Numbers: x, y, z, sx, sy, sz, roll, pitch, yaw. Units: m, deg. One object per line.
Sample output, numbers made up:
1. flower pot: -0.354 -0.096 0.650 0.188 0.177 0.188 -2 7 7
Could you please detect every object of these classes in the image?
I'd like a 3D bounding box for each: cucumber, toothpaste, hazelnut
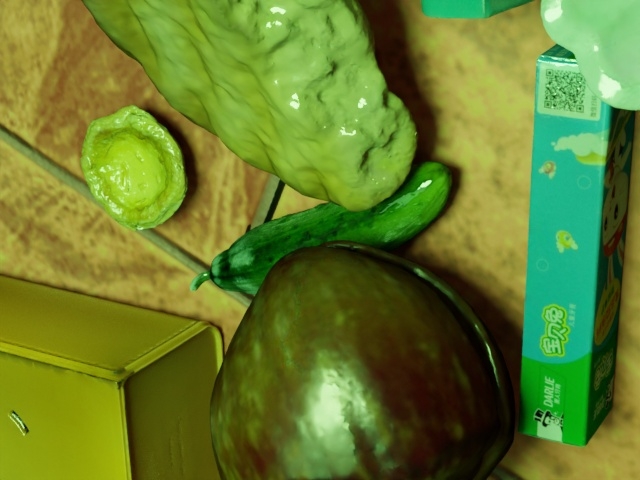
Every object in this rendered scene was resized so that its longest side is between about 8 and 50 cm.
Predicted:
1. cucumber: 0.000 0.000 1.050 0.250 0.056 0.056 -21 97 36
2. toothpaste: 0.168 0.002 0.936 0.050 0.065 0.266 10 114 24
3. hazelnut: 0.016 0.115 0.980 0.218 0.218 0.234 36 148 16

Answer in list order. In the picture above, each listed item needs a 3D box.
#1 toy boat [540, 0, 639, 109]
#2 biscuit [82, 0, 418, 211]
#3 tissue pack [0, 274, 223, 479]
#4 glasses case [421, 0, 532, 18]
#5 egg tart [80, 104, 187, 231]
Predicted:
1. toy boat: 0.242 -0.200 0.782 0.199 0.100 0.290 39 126 13
2. biscuit: -0.056 -0.143 0.948 0.213 0.091 0.274 23 159 40
3. tissue pack: -0.227 0.148 1.199 0.275 0.145 0.194 12 113 29
4. glasses case: 0.091 -0.288 0.836 0.070 0.117 0.301 7 112 42
5. egg tart: -0.141 -0.058 1.122 0.105 0.039 0.105 13 115 28
